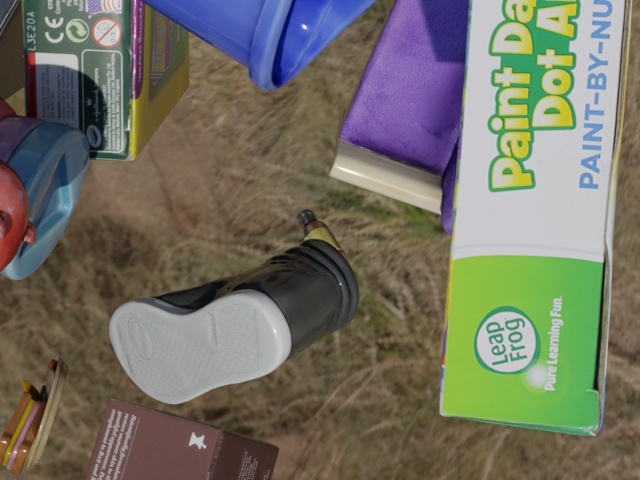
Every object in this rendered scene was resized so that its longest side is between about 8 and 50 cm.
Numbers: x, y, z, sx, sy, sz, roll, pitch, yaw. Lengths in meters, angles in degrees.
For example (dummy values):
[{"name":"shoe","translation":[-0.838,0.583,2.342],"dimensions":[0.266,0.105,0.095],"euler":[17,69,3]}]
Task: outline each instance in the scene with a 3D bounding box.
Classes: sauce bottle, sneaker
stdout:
[{"name":"sauce bottle","translation":[0.000,0.000,1.844],"dimensions":[0.042,0.128,0.042],"euler":[-10,124,-15]},{"name":"sneaker","translation":[-0.077,0.075,1.237],"dimensions":[0.296,0.147,0.104],"euler":[-14,99,51]}]

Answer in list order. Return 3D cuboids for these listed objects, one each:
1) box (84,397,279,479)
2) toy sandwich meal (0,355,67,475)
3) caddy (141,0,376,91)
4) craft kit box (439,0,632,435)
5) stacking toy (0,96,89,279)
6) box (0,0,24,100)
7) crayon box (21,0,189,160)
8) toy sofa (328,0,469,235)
[{"name":"box","translation":[-0.180,0.312,1.692],"dimensions":[0.167,0.203,0.168],"euler":[13,79,22]},{"name":"toy sandwich meal","translation":[-0.193,0.115,0.878],"dimensions":[0.029,0.085,0.085],"euler":[18,112,-12]},{"name":"caddy","translation":[0.009,-0.240,0.730],"dimensions":[0.179,0.241,0.341],"euler":[31,140,5]},{"name":"craft kit box","translation":[0.087,-0.066,0.516],"dimensions":[0.061,0.250,0.247],"euler":[7,91,8]},{"name":"stacking toy","translation":[-0.273,0.032,0.985],"dimensions":[0.130,0.309,0.279],"euler":[24,101,5]},{"name":"box","translation":[-0.517,-0.424,1.650],"dimensions":[0.472,0.480,0.297],"euler":[34,114,-5]},{"name":"crayon box","translation":[-0.190,-0.288,1.218],"dimensions":[0.106,0.313,0.363],"euler":[3,109,1]},{"name":"toy sofa","translation":[0.137,-0.192,1.236],"dimensions":[0.150,0.177,0.362],"euler":[19,122,-7]}]
